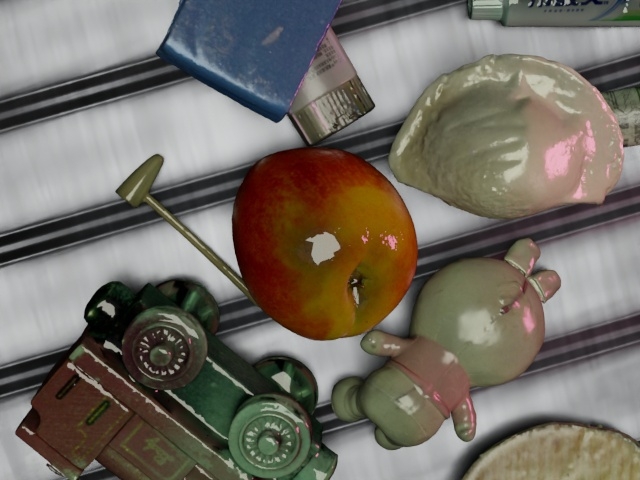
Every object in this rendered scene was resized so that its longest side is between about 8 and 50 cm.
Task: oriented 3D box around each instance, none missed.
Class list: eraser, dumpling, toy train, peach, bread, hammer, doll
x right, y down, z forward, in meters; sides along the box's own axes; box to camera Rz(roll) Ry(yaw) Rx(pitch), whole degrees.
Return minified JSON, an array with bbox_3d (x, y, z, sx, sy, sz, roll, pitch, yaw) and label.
[{"bbox_3d":[-0.032,-0.285,1.498,0.144,0.043,0.311,29,77,-14],"label":"eraser"},{"bbox_3d":[0.185,-0.106,1.528,0.216,0.126,0.166,9,103,28],"label":"dumpling"},{"bbox_3d":[-0.140,0.184,1.539,0.304,0.150,0.221,40,102,-7],"label":"toy train"},{"bbox_3d":[0.000,0.000,1.533,0.190,0.192,0.190,-13,131,-16],"label":"peach"},{"bbox_3d":[0.259,0.316,1.614,0.267,0.040,0.267,0,96,-3],"label":"bread"},{"bbox_3d":[-0.122,-0.006,1.578,0.195,0.028,0.060,43,85,-9],"label":"hammer"},{"bbox_3d":[0.139,0.114,1.553,0.275,0.113,0.155,-42,94,2],"label":"doll"}]

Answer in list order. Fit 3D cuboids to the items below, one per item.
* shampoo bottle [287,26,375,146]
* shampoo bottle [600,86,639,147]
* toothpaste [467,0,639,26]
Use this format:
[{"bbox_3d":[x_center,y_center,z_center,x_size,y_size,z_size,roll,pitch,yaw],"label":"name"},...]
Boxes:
[{"bbox_3d":[-0.035,-0.212,1.545,0.086,0.056,0.227,-33,96,-7],"label":"shampoo bottle"},{"bbox_3d":[0.384,-0.137,1.560,0.205,0.065,0.065,-8,95,4],"label":"shampoo bottle"},{"bbox_3d":[0.300,-0.250,1.567,0.297,0.048,0.074,-3,88,-5],"label":"toothpaste"}]
